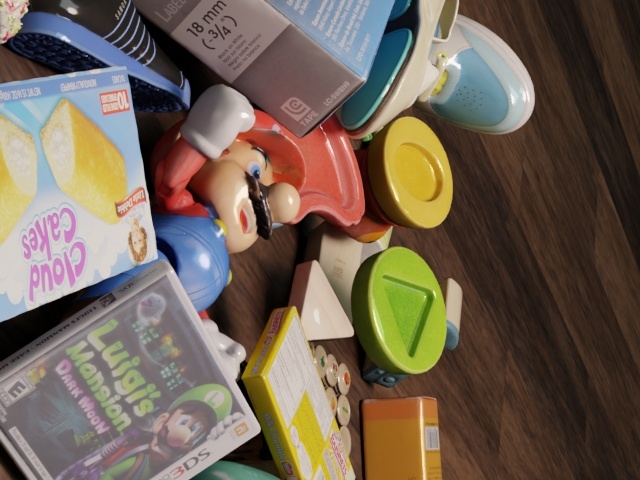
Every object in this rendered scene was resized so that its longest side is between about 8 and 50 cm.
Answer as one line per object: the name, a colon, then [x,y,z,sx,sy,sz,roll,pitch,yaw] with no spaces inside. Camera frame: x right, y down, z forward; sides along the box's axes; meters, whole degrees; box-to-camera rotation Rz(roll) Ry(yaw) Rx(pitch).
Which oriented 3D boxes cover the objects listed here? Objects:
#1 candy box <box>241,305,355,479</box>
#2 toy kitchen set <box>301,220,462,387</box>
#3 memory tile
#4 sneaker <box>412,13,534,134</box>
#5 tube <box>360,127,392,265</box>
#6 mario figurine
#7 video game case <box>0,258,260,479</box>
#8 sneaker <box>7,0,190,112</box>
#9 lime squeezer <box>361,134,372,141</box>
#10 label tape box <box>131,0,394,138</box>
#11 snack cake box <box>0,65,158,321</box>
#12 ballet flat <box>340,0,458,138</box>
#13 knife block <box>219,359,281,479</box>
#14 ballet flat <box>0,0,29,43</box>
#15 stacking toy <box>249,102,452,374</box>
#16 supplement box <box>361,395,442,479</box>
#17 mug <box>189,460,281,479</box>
candy box: [-0.017,0.172,1.444,0.105,0.027,0.205,-68,145,-55]
toy kitchen set: [0.040,0.100,1.803,0.207,0.166,0.122,25,52,-22]
memory tile: [0.003,0.174,1.753,0.148,0.012,0.113,43,46,-59]
sneaker: [0.061,-0.185,1.687,0.208,0.319,0.127,-44,162,-54]
tube: [0.066,-0.051,1.915,0.070,0.062,0.240,-61,-174,34]
mario figurine: [-0.088,0.003,1.336,0.170,0.198,0.320,34,47,-9]
video game case: [-0.151,0.129,1.206,0.022,0.173,0.190,44,-16,50]
sneaker: [-0.173,-0.173,1.313,0.232,0.081,0.090,30,61,-64]
lime squeezer: [0.059,-0.279,1.909,0.059,0.110,0.310,-84,-168,-69]
label tape box: [-0.087,-0.287,1.475,0.334,0.106,0.240,38,40,-15]
snack cake box: [-0.217,-0.031,1.094,0.264,0.089,0.152,-27,107,-67]
ballet flat: [0.093,-0.201,1.598,0.086,0.086,0.248,46,57,-57]
knife block: [-0.058,0.234,1.484,0.242,0.088,0.275,51,39,-53]
ballet flat: [-0.234,-0.268,1.168,0.091,0.077,0.240,-162,-120,-70]
stacking toy: [0.000,0.000,1.618,0.309,0.130,0.279,15,67,-48]
supplement box: [0.099,0.302,1.872,0.080,0.078,0.233,25,62,-69]
mug: [-0.088,0.265,1.343,0.097,0.130,0.157,33,54,-59]
